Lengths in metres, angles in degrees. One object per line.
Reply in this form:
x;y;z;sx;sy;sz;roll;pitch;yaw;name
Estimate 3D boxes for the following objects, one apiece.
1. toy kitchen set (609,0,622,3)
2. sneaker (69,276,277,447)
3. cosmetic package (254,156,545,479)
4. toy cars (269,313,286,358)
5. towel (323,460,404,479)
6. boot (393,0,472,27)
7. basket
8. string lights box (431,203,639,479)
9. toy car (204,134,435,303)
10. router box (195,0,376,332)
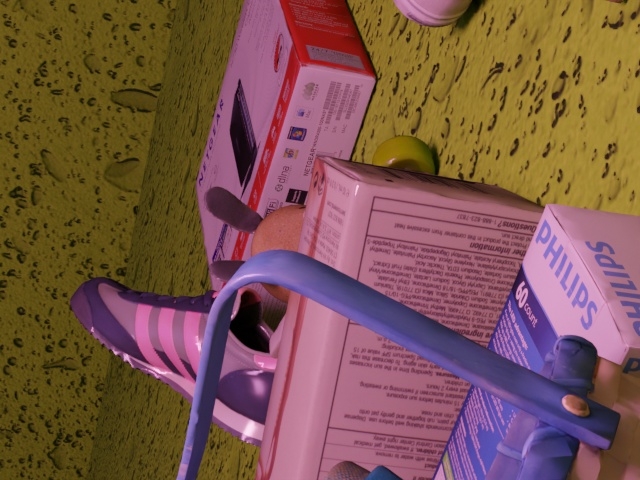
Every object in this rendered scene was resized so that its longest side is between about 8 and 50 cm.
0.168;-0.207;0.869;0.083;0.075;0.068;114;158;-44;toy kitchen set
-0.122;0.090;1.450;0.319;0.112;0.131;29;103;27;sneaker
0.051;0.102;0.984;0.129;0.153;0.296;-140;61;-73;cosmetic package
-0.015;0.190;1.269;0.176;0.087;0.393;-149;68;-73;toy cars
0.113;0.274;0.494;0.370;0.040;0.271;32;122;28;towel
0.104;-0.310;1.135;0.123;0.095;0.258;138;129;-56;boot
0.062;0.155;0.647;0.201;0.289;0.254;-50;-20;-54;basket
0.137;0.124;0.809;0.133;0.077;0.259;-106;29;-53;string lights box
0.000;0.000;1.130;0.155;0.188;0.149;-99;23;-44;toy car
-0.051;-0.112;1.541;0.301;0.082;0.335;-106;29;-54;router box
